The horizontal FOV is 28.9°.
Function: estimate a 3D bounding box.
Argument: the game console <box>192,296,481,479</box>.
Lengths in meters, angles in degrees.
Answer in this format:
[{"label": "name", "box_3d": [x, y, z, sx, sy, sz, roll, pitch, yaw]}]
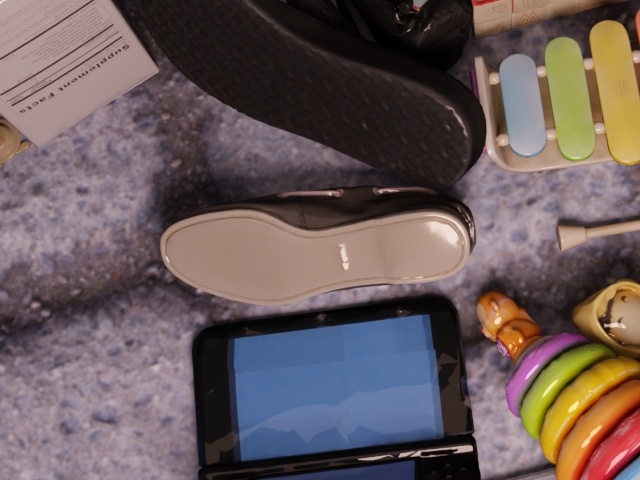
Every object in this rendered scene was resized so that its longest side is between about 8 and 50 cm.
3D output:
[{"label": "game console", "box_3d": [0.005, 0.182, 1.236, 0.293, 0.250, 0.173, -9, 100, 6]}]

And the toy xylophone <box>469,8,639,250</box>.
[{"label": "toy xylophone", "box_3d": [0.327, -0.125, 1.313, 0.322, 0.081, 0.236, -16, 74, 4]}]

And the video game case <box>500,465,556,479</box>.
[{"label": "video game case", "box_3d": [0.238, 0.326, 1.233, 0.274, 0.026, 0.196, -15, 73, 3]}]

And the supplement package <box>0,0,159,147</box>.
[{"label": "supplement package", "box_3d": [-0.321, -0.258, 1.331, 0.175, 0.293, 0.177, -32, 73, -1]}]

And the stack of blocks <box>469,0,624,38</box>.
[{"label": "stack of blocks", "box_3d": [0.293, -0.352, 1.376, 0.297, 0.087, 0.171, -14, 73, 4]}]

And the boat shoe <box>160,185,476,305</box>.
[{"label": "boat shoe", "box_3d": [0.000, 0.000, 1.333, 0.335, 0.095, 0.112, -2, 110, 11]}]

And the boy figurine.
[{"label": "boy figurine", "box_3d": [0.397, 0.096, 1.239, 0.285, 0.092, 0.177, 18, 81, 9]}]

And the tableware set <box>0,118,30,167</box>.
[{"label": "tableware set", "box_3d": [-0.433, -0.119, 1.453, 0.141, 0.020, 0.169, -38, 73, -2]}]

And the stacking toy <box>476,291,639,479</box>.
[{"label": "stacking toy", "box_3d": [0.248, 0.150, 1.212, 0.165, 0.175, 0.302, -39, 54, -6]}]

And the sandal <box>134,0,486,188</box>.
[{"label": "sandal", "box_3d": [-0.014, -0.199, 1.362, 0.445, 0.168, 0.107, 30, 48, 15]}]

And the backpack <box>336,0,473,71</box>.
[{"label": "backpack", "box_3d": [0.087, -0.277, 1.368, 0.115, 0.152, 0.182, -28, 69, -17]}]
